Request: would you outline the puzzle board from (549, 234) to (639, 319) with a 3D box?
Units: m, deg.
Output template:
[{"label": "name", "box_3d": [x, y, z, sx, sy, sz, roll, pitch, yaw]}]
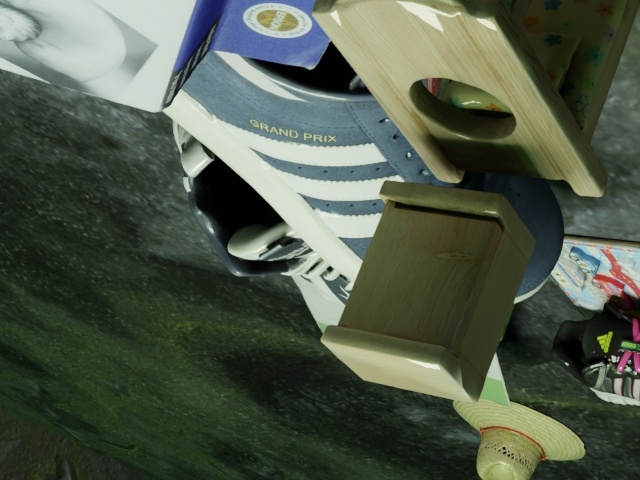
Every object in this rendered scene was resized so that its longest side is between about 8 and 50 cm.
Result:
[{"label": "puzzle board", "box_3d": [0.200, 0.034, 0.978, 0.096, 0.011, 0.128, 7, 153, 41]}]

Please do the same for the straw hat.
[{"label": "straw hat", "box_3d": [0.178, 0.203, 1.366, 0.144, 0.061, 0.144, 21, 160, 8]}]

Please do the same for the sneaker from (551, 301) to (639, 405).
[{"label": "sneaker", "box_3d": [0.214, 0.077, 0.959, 0.075, 0.063, 0.170, 26, 167, -22]}]

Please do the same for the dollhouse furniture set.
[{"label": "dollhouse furniture set", "box_3d": [0.087, -0.051, 0.385, 0.161, 0.182, 0.101, 8, 155, 35]}]

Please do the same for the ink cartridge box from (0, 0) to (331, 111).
[{"label": "ink cartridge box", "box_3d": [-0.086, -0.119, 0.526, 0.224, 0.045, 0.223, 13, 159, -9]}]

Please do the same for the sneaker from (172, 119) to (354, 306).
[{"label": "sneaker", "box_3d": [0.000, 0.000, 0.875, 0.094, 0.153, 0.235, -36, 107, 18]}]

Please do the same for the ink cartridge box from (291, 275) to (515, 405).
[{"label": "ink cartridge box", "box_3d": [0.064, 0.040, 1.091, 0.171, 0.056, 0.235, 17, 161, 22]}]

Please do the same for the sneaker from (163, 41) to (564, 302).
[{"label": "sneaker", "box_3d": [0.037, -0.071, 0.737, 0.350, 0.131, 0.148, 32, 151, -33]}]
